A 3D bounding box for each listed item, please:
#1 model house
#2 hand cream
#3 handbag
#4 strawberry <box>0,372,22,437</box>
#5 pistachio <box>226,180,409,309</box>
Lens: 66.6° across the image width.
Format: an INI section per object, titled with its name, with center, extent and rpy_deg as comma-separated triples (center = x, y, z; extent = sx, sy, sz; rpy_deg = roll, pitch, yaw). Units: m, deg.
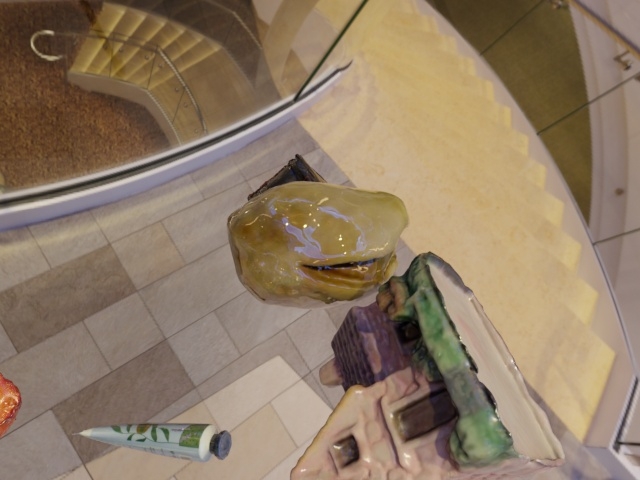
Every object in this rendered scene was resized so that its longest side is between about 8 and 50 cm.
[model house]
center = 0.087, 0.173, 0.541
extent = 0.202, 0.237, 0.237
rpy_deg = 28, 33, -49
[hand cream]
center = -0.279, 0.330, 0.815
extent = 0.091, 0.271, 0.058
rpy_deg = 34, 56, -66
[handbag]
center = -0.040, -0.065, 1.095
extent = 0.215, 0.169, 0.155
rpy_deg = 39, 18, -42
[strawberry]
center = -0.562, 0.248, 0.776
extent = 0.121, 0.082, 0.188
rpy_deg = -28, 67, -40
[pistachio]
center = 0.000, 0.000, 0.663
extent = 0.288, 0.166, 0.197
rpy_deg = -5, 32, -47
